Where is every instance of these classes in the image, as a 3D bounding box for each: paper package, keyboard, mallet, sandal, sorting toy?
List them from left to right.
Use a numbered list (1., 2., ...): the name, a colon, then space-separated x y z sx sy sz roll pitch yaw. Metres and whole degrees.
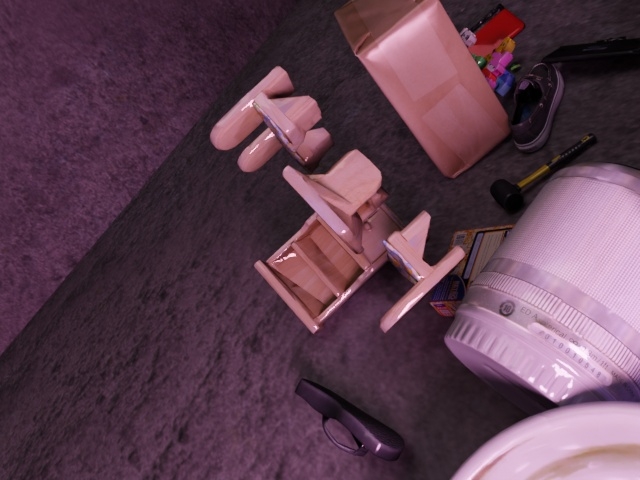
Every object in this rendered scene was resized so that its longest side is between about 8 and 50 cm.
1. sandal: 0.038 0.276 0.889 0.055 0.097 0.254 -64 24 -8
2. paper package: 0.198 -0.340 1.182 0.168 0.325 0.310 -35 32 15
3. sorting toy: 0.385 -0.354 1.273 0.083 0.012 0.062 -37 32 14
4. mallet: 0.373 -0.123 1.006 0.189 0.039 0.062 -38 29 3
5. keyboard: 0.511 -0.347 1.089 0.108 0.023 0.180 -34 29 -30

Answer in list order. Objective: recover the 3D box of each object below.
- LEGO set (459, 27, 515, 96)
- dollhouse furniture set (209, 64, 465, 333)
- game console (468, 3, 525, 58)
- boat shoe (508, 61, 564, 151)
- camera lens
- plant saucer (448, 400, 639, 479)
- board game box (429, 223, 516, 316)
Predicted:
1. LEGO set: 0.360 -0.383 1.236 0.093 0.087 0.227 -50 32 23
2. dollhouse furniture set: 0.000 0.000 0.952 0.256 0.362 0.394 -43 -12 2
3. game console: 0.391 -0.475 1.407 0.144 0.085 0.124 -40 1 8
4. boat shoe: 0.391 -0.267 1.104 0.080 0.076 0.229 -7 48 45
5. camera lens: 0.303 0.065 0.687 0.274 0.219 0.219 -51 32 -9
6. plant saucer: 0.263 0.341 0.484 0.400 0.100 0.401 -21 55 32
7. board game box: 0.276 0.044 0.910 0.193 0.045 0.147 -7 48 46
